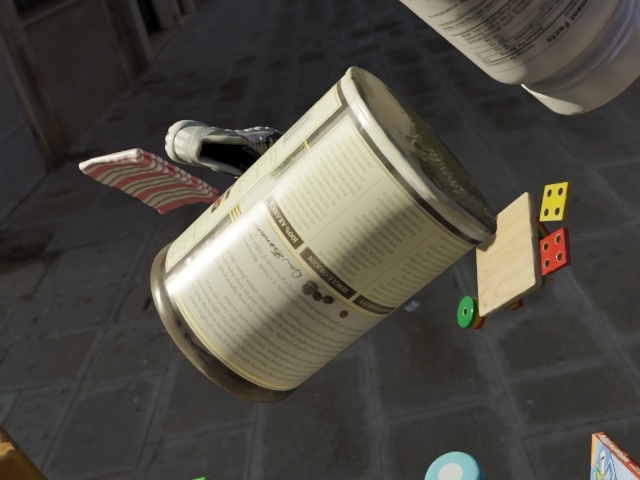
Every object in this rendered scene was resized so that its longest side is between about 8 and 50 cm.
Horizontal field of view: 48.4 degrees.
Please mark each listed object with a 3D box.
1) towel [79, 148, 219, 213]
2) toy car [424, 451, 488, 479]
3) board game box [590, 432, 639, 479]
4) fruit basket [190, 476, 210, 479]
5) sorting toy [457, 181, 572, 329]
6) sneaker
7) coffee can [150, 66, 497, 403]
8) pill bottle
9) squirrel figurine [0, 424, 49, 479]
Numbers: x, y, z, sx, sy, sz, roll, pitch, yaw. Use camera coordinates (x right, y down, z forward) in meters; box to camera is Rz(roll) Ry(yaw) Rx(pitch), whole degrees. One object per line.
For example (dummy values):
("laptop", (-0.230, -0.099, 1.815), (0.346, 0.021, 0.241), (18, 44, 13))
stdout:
("towel", (-0.287, -0.098, 1.207), (0.144, 0.197, 0.029), (-9, 67, 34))
("toy car", (0.216, 0.398, 0.789), (0.210, 0.219, 0.238), (-46, 34, -22))
("board game box", (0.497, 0.482, 1.188), (0.027, 0.281, 0.145), (-7, 17, -10))
("fruit basket", (-0.248, 0.598, 1.075), (0.392, 0.392, 0.283), (-11, 18, 5))
("sorting toy", (0.268, 0.021, 0.955), (0.046, 0.274, 0.132), (11, 62, -15))
("sneaker", (-0.102, -0.121, 1.051), (0.229, 0.086, 0.132), (0, 16, -37))
("coffee can", (0.000, 0.000, 0.694), (0.275, 0.201, 0.201), (-41, 18, 21))
("pill bottle", (0.170, -0.245, 0.648), (0.160, 0.283, 0.160), (-41, 32, 33))
("squirrel figurine", (-0.572, 0.529, 1.123), (0.370, 0.397, 0.281), (-41, 29, -27))
